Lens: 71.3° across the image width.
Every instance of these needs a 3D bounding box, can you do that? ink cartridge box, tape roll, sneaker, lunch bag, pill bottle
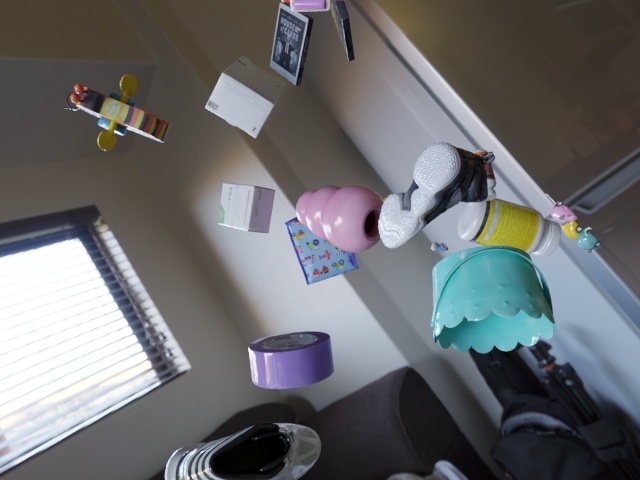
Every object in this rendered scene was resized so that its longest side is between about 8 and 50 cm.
[{"bbox_3d":[-0.260,-0.115,1.551,0.093,0.154,0.213,6,4,-39],"label":"ink cartridge box"},{"bbox_3d":[-0.066,0.268,1.019,0.189,0.080,0.189,-6,0,0],"label":"tape roll"},{"bbox_3d":[-0.107,0.525,1.071,0.258,0.168,0.448,-31,-28,36],"label":"sneaker"},{"bbox_3d":[0.000,0.000,1.791,0.221,0.292,0.138,-19,24,0],"label":"lunch bag"},{"bbox_3d":[0.501,-0.202,1.403,0.086,0.151,0.086,-9,-17,-3],"label":"pill bottle"},{"bbox_3d":[0.717,-0.049,1.698,0.188,0.335,0.187,-164,90,-89],"label":"pill bottle"},{"bbox_3d":[0.227,-0.076,0.870,0.153,0.101,0.268,-4,-34,-27],"label":"sneaker"}]

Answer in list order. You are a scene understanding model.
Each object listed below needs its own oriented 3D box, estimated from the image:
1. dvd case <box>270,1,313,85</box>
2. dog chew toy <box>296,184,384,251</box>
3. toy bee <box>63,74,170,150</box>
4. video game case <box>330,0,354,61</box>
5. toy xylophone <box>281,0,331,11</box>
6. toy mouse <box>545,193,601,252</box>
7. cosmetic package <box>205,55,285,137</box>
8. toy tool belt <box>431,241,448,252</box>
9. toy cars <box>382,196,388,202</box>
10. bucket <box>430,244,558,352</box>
[{"bbox_3d":[-0.110,-0.721,1.642,0.030,0.179,0.238,-19,-40,-35],"label":"dvd case"},{"bbox_3d":[0.048,-0.083,1.416,0.207,0.206,0.332,-28,30,-35],"label":"dog chew toy"},{"bbox_3d":[-0.558,-0.331,1.153,0.299,0.195,0.162,0,-1,2],"label":"toy bee"},{"bbox_3d":[0.073,-0.883,1.726,0.035,0.274,0.248,-17,-15,5],"label":"video game case"},{"bbox_3d":[0.040,-0.740,1.246,0.322,0.237,0.081,-57,-29,-35],"label":"toy xylophone"},{"bbox_3d":[0.500,-0.024,0.880,0.031,0.161,0.143,-41,-1,18],"label":"toy mouse"},{"bbox_3d":[-0.279,-0.567,1.733,0.156,0.217,0.384,-54,18,25],"label":"cosmetic package"},{"bbox_3d":[0.553,0.033,2.040,0.084,0.052,0.051,11,-1,-8],"label":"toy tool belt"},{"bbox_3d":[0.260,-0.088,1.772,0.087,0.176,0.393,7,8,-9],"label":"toy cars"},{"bbox_3d":[0.402,0.145,1.073,0.282,0.182,0.281,-1,-30,-1],"label":"bucket"}]
